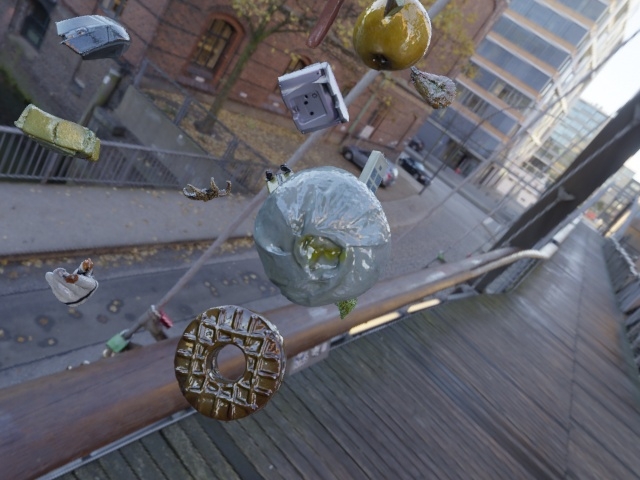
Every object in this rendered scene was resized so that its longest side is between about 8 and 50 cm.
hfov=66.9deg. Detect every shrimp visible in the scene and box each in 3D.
[{"bbox_3d":[0.319,-0.447,1.403,0.184,0.091,0.043,49,12,29],"label":"shrimp"}]

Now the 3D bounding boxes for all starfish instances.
[{"bbox_3d":[-0.199,-0.088,0.852,0.078,0.091,0.028,-1,78,-29],"label":"starfish"}]

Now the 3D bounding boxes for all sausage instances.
[{"bbox_3d":[0.015,-0.458,0.986,0.035,0.147,0.030,39,29,4],"label":"sausage"}]

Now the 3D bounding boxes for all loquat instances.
[{"bbox_3d":[0.254,-0.739,1.705,0.275,0.274,0.274,30,21,-13],"label":"loquat"}]

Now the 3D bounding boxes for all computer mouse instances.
[{"bbox_3d":[-0.641,-0.591,1.387,0.126,0.071,0.231,55,40,1],"label":"computer mouse"}]

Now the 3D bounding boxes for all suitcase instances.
[{"bbox_3d":[-0.117,-0.166,1.947,0.193,0.143,0.234,-110,176,-48],"label":"suitcase"}]

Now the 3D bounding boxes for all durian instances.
[{"bbox_3d":[0.087,0.250,1.917,0.086,0.100,0.215,27,7,-6],"label":"durian"}]

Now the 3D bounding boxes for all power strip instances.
[{"bbox_3d":[0.173,-0.192,1.909,0.043,0.367,0.106,19,-12,33],"label":"power strip"}]

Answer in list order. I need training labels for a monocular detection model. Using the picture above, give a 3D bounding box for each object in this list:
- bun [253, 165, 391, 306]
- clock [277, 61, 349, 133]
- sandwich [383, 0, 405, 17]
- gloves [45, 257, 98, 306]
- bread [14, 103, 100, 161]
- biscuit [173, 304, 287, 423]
[{"bbox_3d":[0.000,0.000,1.196,0.362,0.361,0.211,36,19,1],"label":"bun"},{"bbox_3d":[-0.021,-0.494,1.725,0.253,0.187,0.083,59,26,-45],"label":"clock"},{"bbox_3d":[0.187,-0.589,1.200,0.031,0.083,0.044,-15,50,-27],"label":"sandwich"},{"bbox_3d":[-0.774,0.141,1.535,0.140,0.219,0.131,-23,95,-24],"label":"gloves"},{"bbox_3d":[-0.512,-0.205,0.955,0.157,0.064,0.117,20,-9,17],"label":"bread"},{"bbox_3d":[-0.257,0.346,1.388,0.332,0.332,0.103,39,-1,9],"label":"biscuit"}]
